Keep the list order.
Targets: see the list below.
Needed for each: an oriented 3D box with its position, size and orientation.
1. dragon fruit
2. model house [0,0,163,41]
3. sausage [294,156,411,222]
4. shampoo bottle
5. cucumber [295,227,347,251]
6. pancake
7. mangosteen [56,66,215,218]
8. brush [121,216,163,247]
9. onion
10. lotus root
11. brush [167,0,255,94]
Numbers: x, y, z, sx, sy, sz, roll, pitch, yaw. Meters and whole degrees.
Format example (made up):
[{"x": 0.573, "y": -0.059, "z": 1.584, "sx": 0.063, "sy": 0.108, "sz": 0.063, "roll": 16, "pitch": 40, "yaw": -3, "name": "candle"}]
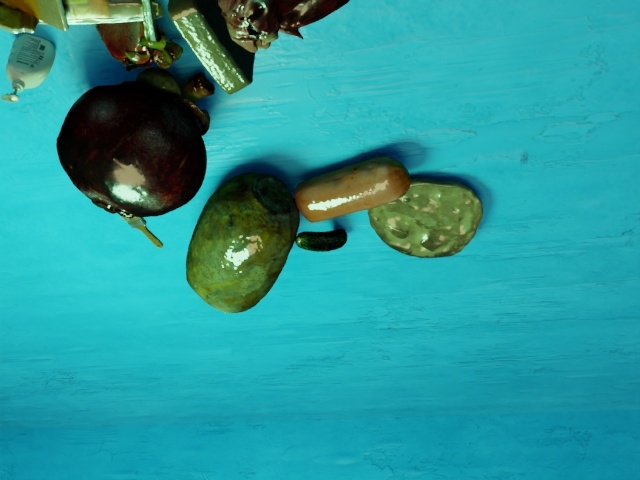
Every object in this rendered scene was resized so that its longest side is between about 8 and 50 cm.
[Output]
[{"x": -0.327, "y": -0.367, "z": 1.171, "sx": 0.138, "sy": 0.142, "sz": 0.175, "roll": 27, "pitch": -176, "yaw": 36, "name": "dragon fruit"}, {"x": -0.364, "y": -0.447, "z": 0.844, "sx": 0.312, "sy": 0.358, "sz": 0.243, "roll": -2, "pitch": 147, "yaw": -10, "name": "model house"}, {"x": 0.076, "y": -0.116, "z": 1.492, "sx": 0.259, "sy": 0.114, "sz": 0.113, "roll": -15, "pitch": 141, "yaw": 24, "name": "sausage"}, {"x": -0.539, "y": -0.309, "z": 1.218, "sx": 0.077, "sy": 0.152, "sz": 0.045, "roll": 14, "pitch": 142, "yaw": -17, "name": "shampoo bottle"}, {"x": 0.000, "y": 0.000, "z": 1.610, "sx": 0.052, "sy": 0.058, "sz": 0.214, "roll": 13, "pitch": -172, "yaw": 27, "name": "cucumber"}, {"x": 0.255, "y": -0.054, "z": 1.617, "sx": 0.294, "sy": 0.050, "sz": 0.295, "roll": 3, "pitch": 142, "yaw": 2, "name": "pancake"}, {"x": -0.357, "y": -0.188, "z": 1.294, "sx": 0.296, "sy": 0.294, "sz": 0.297, "roll": 5, "pitch": -174, "yaw": 0, "name": "mangosteen"}, {"x": -0.457, "y": -0.027, "z": 1.728, "sx": 0.043, "sy": 0.014, "sz": 0.170, "roll": -11, "pitch": 144, "yaw": 17, "name": "brush"}, {"x": -0.045, "y": -0.431, "z": 0.977, "sx": 0.280, "sy": 0.281, "sz": 0.221, "roll": 26, "pitch": 171, "yaw": -29, "name": "onion"}, {"x": -0.180, "y": -0.003, "z": 1.570, "sx": 0.250, "sy": 0.251, "sz": 0.346, "roll": 17, "pitch": 135, "yaw": -19, "name": "lotus root"}, {"x": -0.182, "y": -0.361, "z": 1.150, "sx": 0.059, "sy": 0.123, "sz": 0.197, "roll": -18, "pitch": 141, "yaw": 19, "name": "brush"}]
